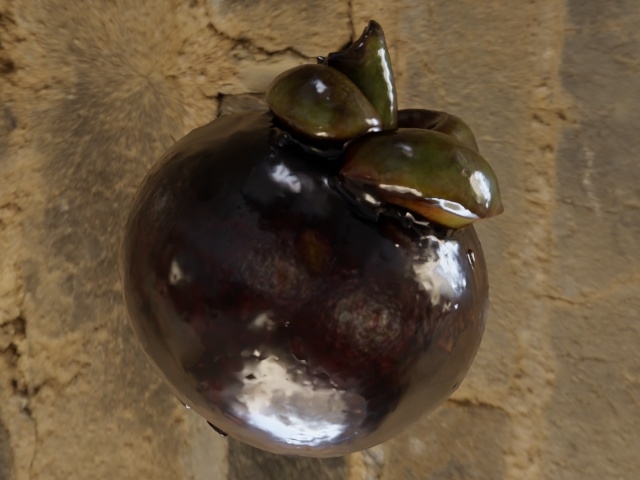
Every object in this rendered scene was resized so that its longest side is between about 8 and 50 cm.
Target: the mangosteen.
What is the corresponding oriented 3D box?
[{"bbox_3d":[0.000,0.000,0.916,0.306,0.307,0.347,24,-74,-11],"label":"mangosteen"}]
